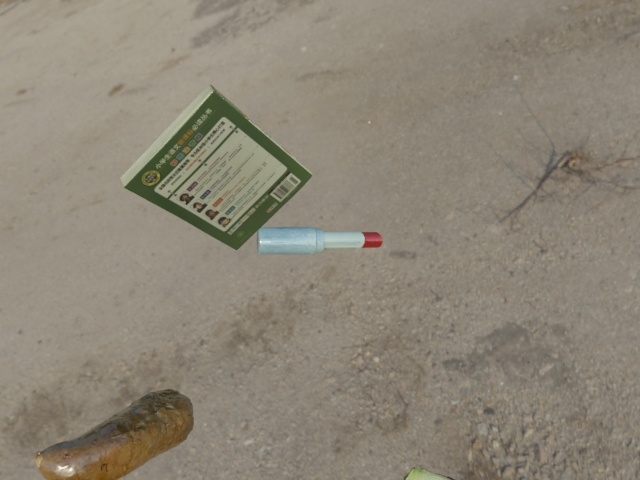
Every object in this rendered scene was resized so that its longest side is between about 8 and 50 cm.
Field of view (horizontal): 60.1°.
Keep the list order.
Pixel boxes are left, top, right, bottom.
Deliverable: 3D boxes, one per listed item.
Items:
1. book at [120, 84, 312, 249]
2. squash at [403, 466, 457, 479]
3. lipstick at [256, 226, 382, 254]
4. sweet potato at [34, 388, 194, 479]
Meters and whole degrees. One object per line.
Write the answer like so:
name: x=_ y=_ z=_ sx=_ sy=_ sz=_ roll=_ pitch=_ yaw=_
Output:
book: x=-0.157 y=-0.104 z=0.908 sx=0.202 sy=0.264 sz=0.027 roll=-43 pitch=50 yaw=11
squash: x=0.147 y=0.363 z=0.575 sx=0.191 sy=0.085 sz=0.184 roll=17 pitch=54 yaw=23
lipstick: x=0.000 y=0.000 z=1.207 sx=0.273 sy=0.061 sz=0.068 roll=0 pitch=0 yaw=-13
sweet potato: x=-0.252 y=0.272 z=0.817 sx=0.114 sy=0.341 sz=0.092 roll=-15 pitch=84 yaw=14
